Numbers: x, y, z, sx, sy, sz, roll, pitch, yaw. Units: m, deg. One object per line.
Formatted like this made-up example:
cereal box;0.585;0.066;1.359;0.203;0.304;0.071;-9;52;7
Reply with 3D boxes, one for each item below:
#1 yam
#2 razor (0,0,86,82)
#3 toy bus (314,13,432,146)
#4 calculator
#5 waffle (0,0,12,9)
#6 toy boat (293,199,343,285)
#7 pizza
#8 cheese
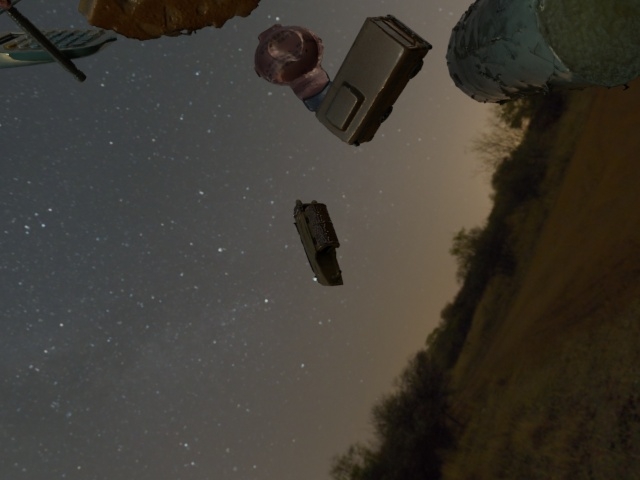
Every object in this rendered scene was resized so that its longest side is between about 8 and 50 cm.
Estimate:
yam;0.354;-0.337;0.783;0.348;0.241;0.241;-134;62;-78
razor;-0.609;-0.435;1.075;0.106;0.068;0.232;-31;-34;4
toy bus;0.072;-0.232;0.739;0.103;0.091;0.182;-34;-17;-50
calculator;-0.695;-0.484;1.219;0.256;0.387;0.054;-92;-3;-56
waffle;-0.629;-0.516;0.843;0.221;0.055;0.234;5;-105;-39
toy boat;0.000;0.000;1.099;0.068;0.226;0.088;-2;-30;-33
pizza;-0.168;-0.313;0.592;0.246;0.058;0.127;-22;-34;1
cheese;-0.063;-0.450;1.260;0.189;0.286;0.074;-36;-17;-2
